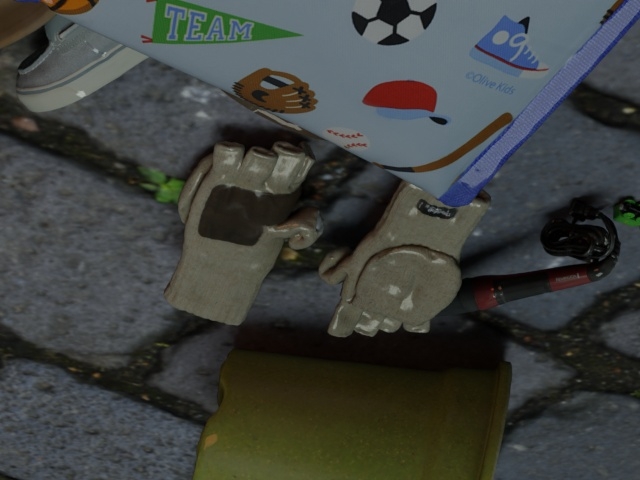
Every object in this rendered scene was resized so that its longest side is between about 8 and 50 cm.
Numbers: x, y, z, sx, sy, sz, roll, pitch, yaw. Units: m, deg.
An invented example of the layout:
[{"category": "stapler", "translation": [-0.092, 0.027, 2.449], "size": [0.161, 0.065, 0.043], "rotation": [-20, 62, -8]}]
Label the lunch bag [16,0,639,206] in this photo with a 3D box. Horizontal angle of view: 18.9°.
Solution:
[{"category": "lunch bag", "translation": [0.055, -0.246, 1.066], "size": [0.328, 0.239, 0.385], "rotation": [25, 124, -29]}]

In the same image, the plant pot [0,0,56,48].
[{"category": "plant pot", "translation": [-0.280, -0.192, 1.223], "size": [0.237, 0.110, 0.237], "rotation": [-13, 168, -3]}]

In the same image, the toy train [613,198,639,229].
[{"category": "toy train", "translation": [0.276, -0.014, 1.575], "size": [0.083, 0.017, 0.023], "rotation": [19, 152, -23]}]

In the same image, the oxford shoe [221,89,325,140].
[{"category": "oxford shoe", "translation": [0.022, -0.111, 1.417], "size": [0.212, 0.076, 0.076], "rotation": [15, 114, -14]}]

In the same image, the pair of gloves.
[{"category": "pair of gloves", "translation": [0.000, 0.000, 1.564], "size": [0.240, 0.042, 0.204], "rotation": [10, 135, -6]}]

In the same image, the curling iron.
[{"category": "curling iron", "translation": [0.140, 0.032, 1.619], "size": [0.274, 0.068, 0.035], "rotation": [-22, 141, 39]}]

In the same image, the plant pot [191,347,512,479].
[{"category": "plant pot", "translation": [0.017, 0.213, 1.735], "size": [0.254, 0.276, 0.276], "rotation": [14, 145, 2]}]

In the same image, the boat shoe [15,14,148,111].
[{"category": "boat shoe", "translation": [-0.147, -0.162, 1.336], "size": [0.227, 0.079, 0.081], "rotation": [-24, 112, 41]}]
